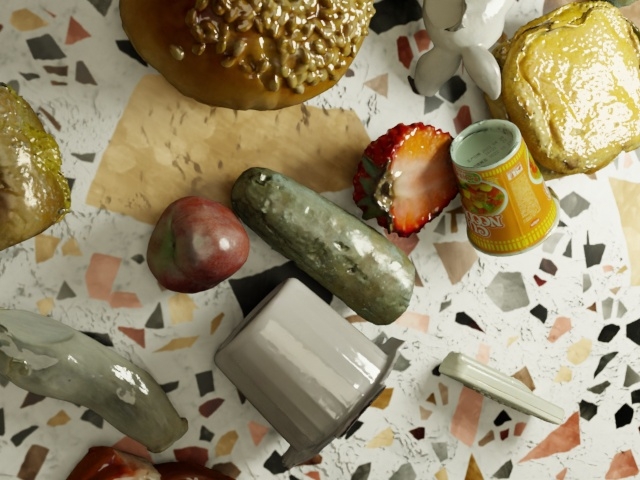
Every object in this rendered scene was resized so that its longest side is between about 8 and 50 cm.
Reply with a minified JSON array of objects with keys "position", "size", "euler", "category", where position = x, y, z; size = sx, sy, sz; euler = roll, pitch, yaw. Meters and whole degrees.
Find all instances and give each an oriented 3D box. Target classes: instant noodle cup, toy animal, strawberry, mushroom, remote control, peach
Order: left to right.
[{"position":[-0.344,0.206,1.263],"size":[0.351,0.097,0.109],"euler":[33,83,-20],"category":"mushroom"},{"position":[-0.175,0.013,1.291],"size":[0.152,0.152,0.152],"euler":[-1,93,-19],"category":"peach"},{"position":[0.140,-0.112,1.410],"size":[0.237,0.111,0.190],"euler":[-17,116,-42],"category":"strawberry"},{"position":[0.210,-0.392,1.369],"size":[0.154,0.209,0.325],"euler":[-13,109,-49],"category":"toy animal"},{"position":[0.293,-0.094,1.394],"size":[0.168,0.168,0.185],"euler":[-41,132,-13],"category":"instant noodle cup"},{"position":[0.318,0.258,1.494],"size":[0.230,0.090,0.049],"euler":[27,80,-17],"category":"remote control"}]

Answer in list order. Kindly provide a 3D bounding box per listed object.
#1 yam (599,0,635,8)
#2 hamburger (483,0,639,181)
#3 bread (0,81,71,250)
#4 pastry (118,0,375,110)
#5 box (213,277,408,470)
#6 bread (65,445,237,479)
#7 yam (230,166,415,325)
[{"position":[0.495,-0.540,1.506],"size":[0.106,0.106,0.259],"euler":[-35,103,-14],"category":"yam"},{"position":[0.434,-0.257,1.470],"size":[0.319,0.158,0.318],"euler":[-1,94,-18],"category":"hamburger"},{"position":[-0.447,-0.111,1.157],"size":[0.176,0.195,0.246],"euler":[-28,102,-11],"category":"bread"},{"position":[-0.100,-0.386,1.235],"size":[0.410,0.245,0.409],"euler":[-1,91,-20],"category":"pastry"},{"position":[-0.021,0.170,1.319],"size":[0.206,0.262,0.291],"euler":[44,41,-5],"category":"box"},{"position":[-0.254,0.480,1.297],"size":[0.328,0.114,0.295],"euler":[17,87,-20],"category":"bread"},{"position":[0.000,0.000,1.359],"size":[0.330,0.133,0.133],"euler":[35,82,-13],"category":"yam"}]
